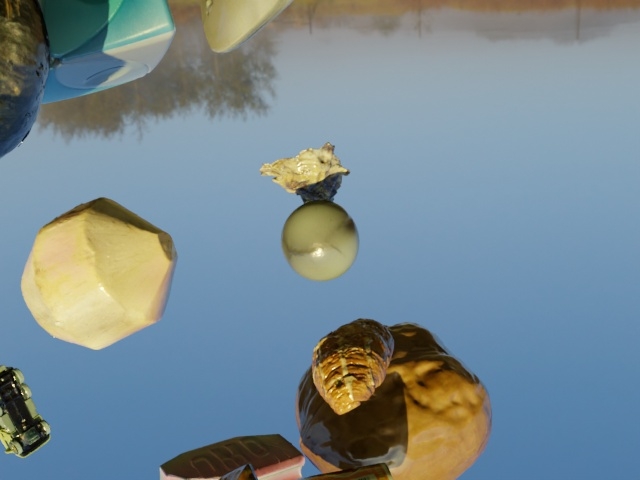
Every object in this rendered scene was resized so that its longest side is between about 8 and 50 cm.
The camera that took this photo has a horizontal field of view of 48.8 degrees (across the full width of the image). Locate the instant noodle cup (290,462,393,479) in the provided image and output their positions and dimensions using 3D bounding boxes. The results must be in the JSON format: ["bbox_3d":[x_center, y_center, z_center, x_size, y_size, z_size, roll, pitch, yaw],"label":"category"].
[{"bbox_3d":[0.029,0.431,1.108,0.185,0.168,0.168,-14,-158,-12],"label":"instant noodle cup"}]

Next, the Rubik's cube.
[{"bbox_3d":[-0.596,-0.567,1.735,0.352,0.347,0.352,-25,-174,-30],"label":"Rubik's cube"}]

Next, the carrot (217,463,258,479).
[{"bbox_3d":[-0.100,0.535,1.199,0.114,0.114,0.301,-17,-111,-32],"label":"carrot"}]

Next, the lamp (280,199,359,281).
[{"bbox_3d":[0.000,0.000,0.914,0.105,0.105,0.105,-3,-160,1],"label":"lamp"}]

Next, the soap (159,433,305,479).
[{"bbox_3d":[-0.222,0.578,1.741,0.324,0.109,0.193,-9,-164,-32],"label":"soap"}]

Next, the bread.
[{"bbox_3d":[0.041,0.152,0.943,0.105,0.075,0.233,-19,-174,19],"label":"bread"}]

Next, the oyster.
[{"bbox_3d":[-0.008,-0.089,0.989,0.108,0.053,0.166,-31,158,17],"label":"oyster"}]

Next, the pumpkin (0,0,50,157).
[{"bbox_3d":[-0.715,-0.345,1.363,0.344,0.454,0.455,-4,-165,-41],"label":"pumpkin"}]

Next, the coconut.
[{"bbox_3d":[-0.338,0.050,1.107,0.237,0.236,0.197,0,-172,9],"label":"coconut"}]

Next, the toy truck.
[{"bbox_3d":[-0.574,0.309,1.297,0.100,0.168,0.077,-6,-159,42],"label":"toy truck"}]

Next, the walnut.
[{"bbox_3d":[0.143,0.347,1.425,0.398,0.307,0.354,-13,-151,-14],"label":"walnut"}]

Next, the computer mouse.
[{"bbox_3d":[-0.143,-0.479,1.299,0.095,0.197,0.331,-4,165,-38],"label":"computer mouse"}]
